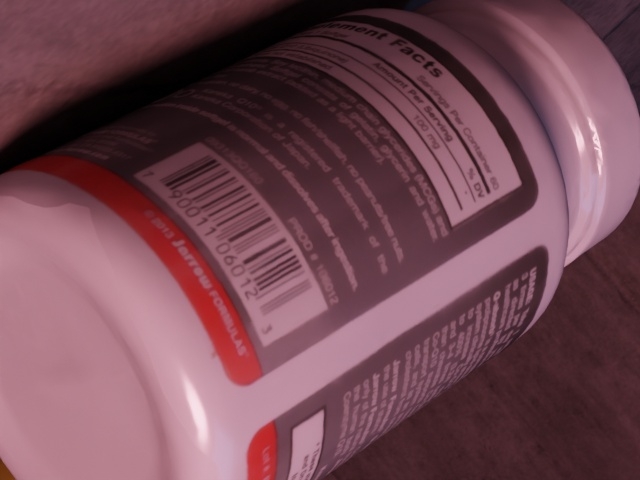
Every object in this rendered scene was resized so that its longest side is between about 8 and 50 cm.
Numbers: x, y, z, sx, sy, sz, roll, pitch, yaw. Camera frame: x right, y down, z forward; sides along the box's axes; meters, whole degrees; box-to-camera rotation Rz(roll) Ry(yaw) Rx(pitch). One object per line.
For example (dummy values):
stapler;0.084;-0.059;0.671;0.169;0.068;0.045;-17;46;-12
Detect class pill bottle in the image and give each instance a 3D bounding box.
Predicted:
pill bottle;0.000;0.000;0.935;0.363;0.210;0.210;-30;164;-38

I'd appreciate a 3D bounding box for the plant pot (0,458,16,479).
plant pot;-0.240;0.233;1.045;0.254;0.254;0.239;-51;179;44
